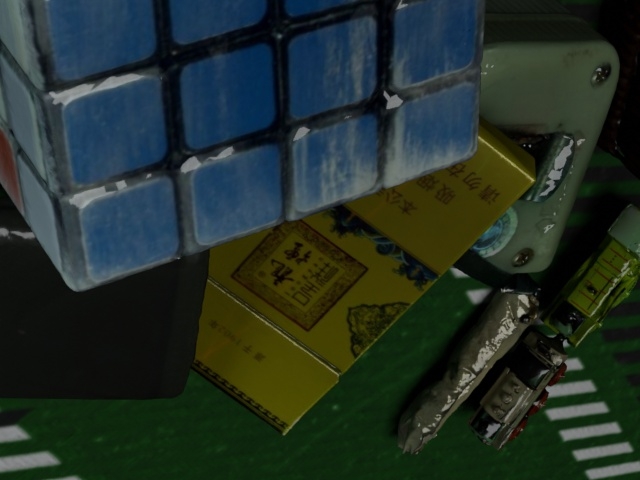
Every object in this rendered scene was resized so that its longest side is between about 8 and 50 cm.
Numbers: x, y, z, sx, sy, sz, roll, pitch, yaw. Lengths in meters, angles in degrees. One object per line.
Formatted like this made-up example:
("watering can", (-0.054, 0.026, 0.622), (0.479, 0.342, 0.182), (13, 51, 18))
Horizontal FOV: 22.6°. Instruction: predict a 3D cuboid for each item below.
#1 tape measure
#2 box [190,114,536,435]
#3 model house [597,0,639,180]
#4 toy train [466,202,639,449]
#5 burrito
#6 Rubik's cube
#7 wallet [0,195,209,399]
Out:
("tape measure", (0.104, -0.055, 1.175), (0.207, 0.115, 0.235), (-7, 127, -33))
("box", (0.001, -0.001, 1.105), (0.153, 0.041, 0.279), (36, 116, -14))
("model house", (0.351, -0.156, 1.175), (0.282, 0.297, 0.317), (16, 129, 7))
("toy train", (0.209, 0.077, 1.377), (0.250, 0.053, 0.085), (-53, 164, 12))
("burrito", (0.123, 0.109, 1.371), (0.185, 0.041, 0.045), (-52, 177, 10))
("Rubik's cube", (-0.078, -0.169, 0.861), (0.256, 0.253, 0.259), (-20, 131, -21))
("wallet", (-0.200, 0.039, 1.067), (0.245, 0.052, 0.169), (3, 127, -16))
